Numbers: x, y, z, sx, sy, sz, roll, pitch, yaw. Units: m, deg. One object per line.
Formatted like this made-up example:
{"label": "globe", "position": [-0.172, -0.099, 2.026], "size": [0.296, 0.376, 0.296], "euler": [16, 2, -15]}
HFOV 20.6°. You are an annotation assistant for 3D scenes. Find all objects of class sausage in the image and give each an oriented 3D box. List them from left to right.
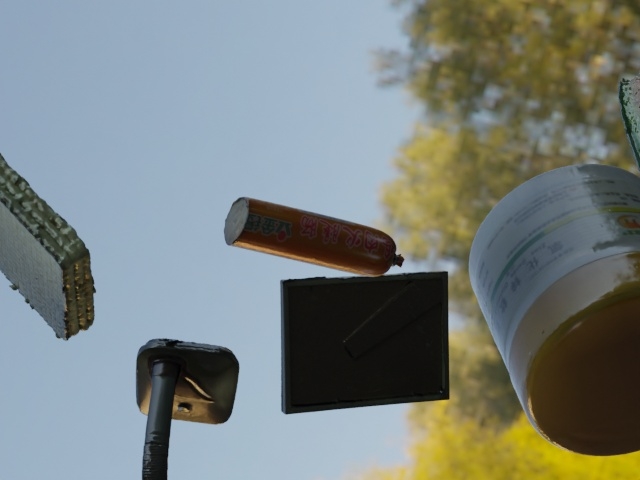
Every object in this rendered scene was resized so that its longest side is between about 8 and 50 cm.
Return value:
{"label": "sausage", "position": [0.000, 0.000, 1.000], "size": [0.031, 0.107, 0.031], "euler": [-167, 90, -70]}

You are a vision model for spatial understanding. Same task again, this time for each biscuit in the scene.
{"label": "biscuit", "position": [-0.248, -0.021, 1.377], "size": [0.040, 0.199, 0.121], "euler": [-36, -23, -23]}

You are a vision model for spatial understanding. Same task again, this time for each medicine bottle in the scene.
{"label": "medicine bottle", "position": [0.298, 0.072, 1.893], "size": [0.232, 0.238, 0.238], "euler": [-111, 16, -50]}

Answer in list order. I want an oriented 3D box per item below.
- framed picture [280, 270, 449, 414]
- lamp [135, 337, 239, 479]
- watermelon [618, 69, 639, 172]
{"label": "framed picture", "position": [0.037, 0.082, 1.429], "size": [0.149, 0.011, 0.109], "euler": [-2, -84, -23]}
{"label": "lamp", "position": [-0.117, 0.252, 1.921], "size": [0.124, 0.203, 0.283], "euler": [100, 174, -54]}
{"label": "watermelon", "position": [0.326, -0.034, 1.322], "size": [0.146, 0.231, 0.128], "euler": [-62, -31, -35]}
